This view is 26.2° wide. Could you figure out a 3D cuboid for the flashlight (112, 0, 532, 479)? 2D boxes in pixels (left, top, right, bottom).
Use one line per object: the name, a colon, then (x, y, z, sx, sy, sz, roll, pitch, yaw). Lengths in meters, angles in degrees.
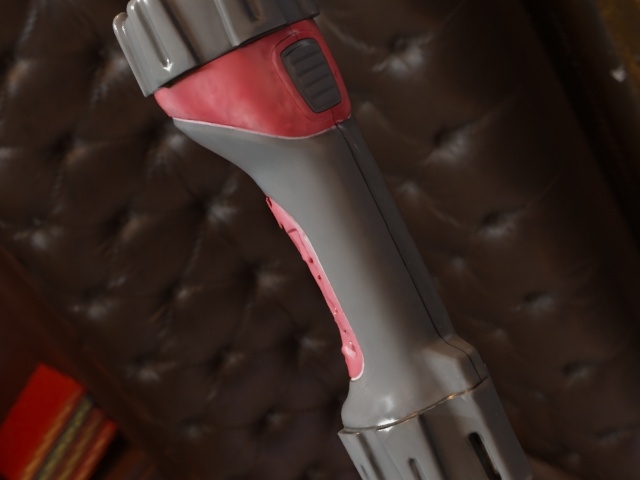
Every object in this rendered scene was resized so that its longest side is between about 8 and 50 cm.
flashlight: (0.000, 0.000, 0.719, 0.103, 0.103, 0.304, -78, -37, -83)
